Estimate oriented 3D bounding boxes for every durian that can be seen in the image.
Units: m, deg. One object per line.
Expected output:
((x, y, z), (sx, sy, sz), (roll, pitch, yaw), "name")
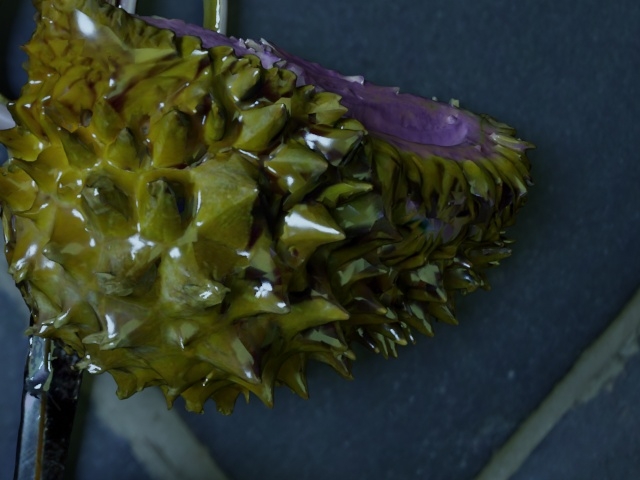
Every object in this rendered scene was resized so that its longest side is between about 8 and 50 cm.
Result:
((0.000, 0.000, 0.526), (0.341, 0.112, 0.191), (11, 90, -47), "durian")

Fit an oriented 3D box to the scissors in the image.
((-0.111, -0.026, 0.519), (0.160, 0.024, 0.317), (7, 91, -34), "scissors")
